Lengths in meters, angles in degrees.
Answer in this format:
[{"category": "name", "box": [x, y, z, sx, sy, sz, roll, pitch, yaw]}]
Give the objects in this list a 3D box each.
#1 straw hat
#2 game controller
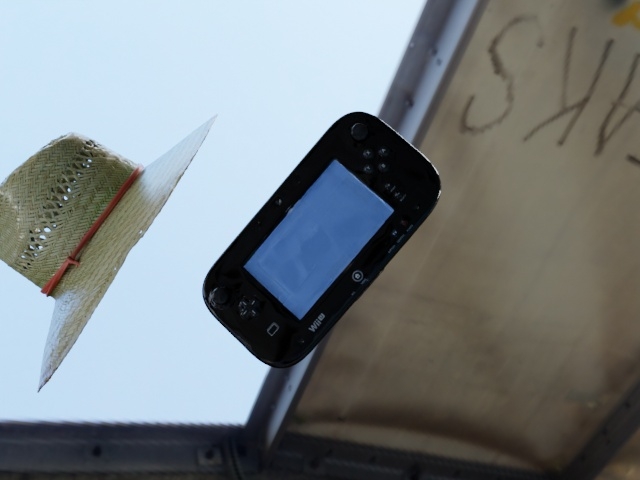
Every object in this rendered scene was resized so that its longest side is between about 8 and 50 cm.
[{"category": "straw hat", "box": [-0.108, -0.011, 0.444, 0.061, 0.144, 0.144, 33, -140, -11]}, {"category": "game controller", "box": [0.000, 0.000, 1.245, 0.166, 0.319, 0.067, 43, -173, 24]}]
